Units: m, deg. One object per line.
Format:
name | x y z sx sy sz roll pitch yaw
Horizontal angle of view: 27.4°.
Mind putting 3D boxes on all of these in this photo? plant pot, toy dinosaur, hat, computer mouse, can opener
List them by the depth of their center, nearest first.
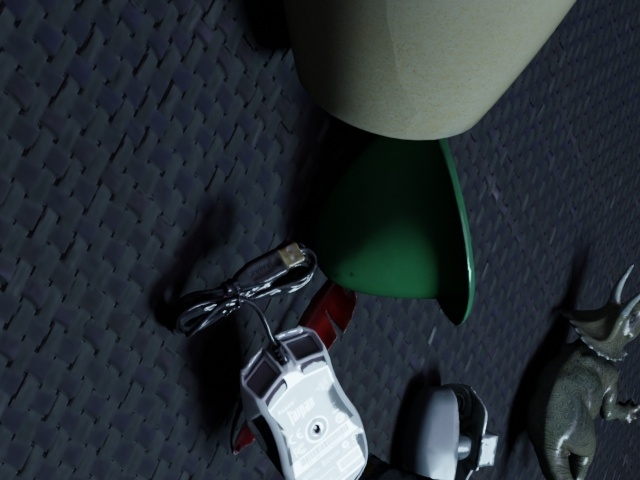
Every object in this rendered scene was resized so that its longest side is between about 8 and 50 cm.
plant pot | 0.071 -0.207 0.772 0.256 0.256 0.274 -43 154 -46
computer mouse | -0.026 0.094 0.853 0.106 0.042 0.193 -35 122 -25
hat | 0.000 0.000 0.931 0.173 0.183 0.208 84 -8 -45
can opener | 0.095 0.265 1.198 0.095 0.076 0.283 4 101 -29
toy dinosaur | 0.274 0.187 1.450 0.313 0.121 0.160 -55 134 -26

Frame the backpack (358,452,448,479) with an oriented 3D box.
backpack | 0.042 0.282 1.012 0.188 0.144 0.166 -28 132 -50
